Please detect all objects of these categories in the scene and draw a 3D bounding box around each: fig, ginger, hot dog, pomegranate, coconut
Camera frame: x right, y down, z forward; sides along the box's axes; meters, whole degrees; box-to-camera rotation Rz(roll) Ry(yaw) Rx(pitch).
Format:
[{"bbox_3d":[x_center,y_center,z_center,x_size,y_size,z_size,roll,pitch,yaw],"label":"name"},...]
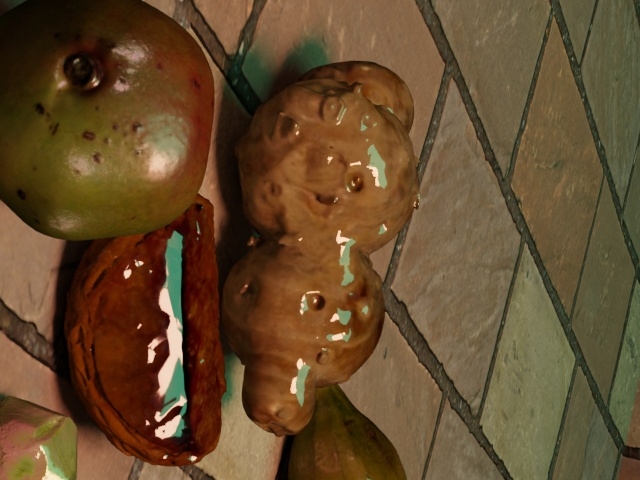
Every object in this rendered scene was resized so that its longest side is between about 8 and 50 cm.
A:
[{"bbox_3d":[0.013,0.233,1.616,0.133,0.185,0.126,-10,148,-40],"label":"fig"},{"bbox_3d":[0.000,0.000,1.410,0.256,0.176,0.375,46,53,-81],"label":"ginger"},{"bbox_3d":[-0.132,0.068,1.207,0.160,0.099,0.226,-10,105,-66],"label":"hot dog"},{"bbox_3d":[-0.161,-0.077,1.035,0.209,0.180,0.180,131,-24,-70],"label":"pomegranate"},{"bbox_3d":[-0.212,0.158,1.081,0.082,0.081,0.083,-57,157,-22],"label":"coconut"}]
